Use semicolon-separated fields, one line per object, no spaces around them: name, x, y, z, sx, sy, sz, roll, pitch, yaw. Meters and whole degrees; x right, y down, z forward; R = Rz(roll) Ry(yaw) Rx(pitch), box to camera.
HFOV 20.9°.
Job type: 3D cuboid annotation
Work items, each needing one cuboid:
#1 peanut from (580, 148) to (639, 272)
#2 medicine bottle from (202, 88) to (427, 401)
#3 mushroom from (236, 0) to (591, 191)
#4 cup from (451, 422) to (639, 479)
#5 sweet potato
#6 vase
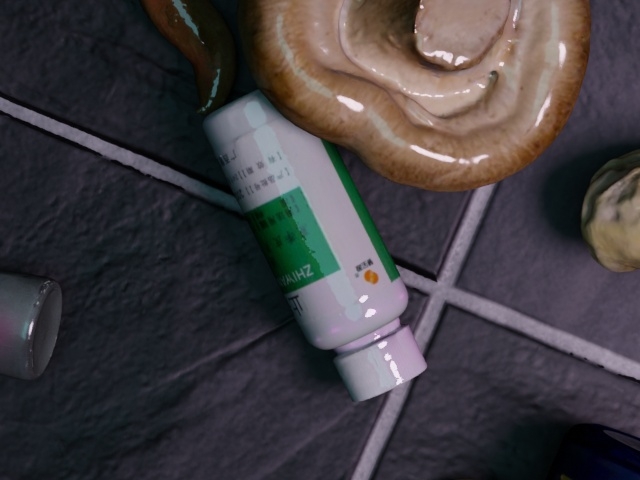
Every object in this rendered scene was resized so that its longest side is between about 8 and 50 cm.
peanut;0.347;-0.033;1.355;0.290;0.130;0.130;-12;93;2
medicine bottle;0.000;0.000;1.388;0.095;0.095;0.260;-27;91;4
mushroom;0.077;-0.165;1.340;0.278;0.146;0.278;1;87;-15
cup;0.185;0.271;1.357;0.255;0.178;0.256;21;92;0
sweet potato;-0.118;-0.201;1.405;0.055;0.058;0.202;-27;98;-38
vase;-0.325;0.052;1.418;0.214;0.086;0.086;12;94;6
